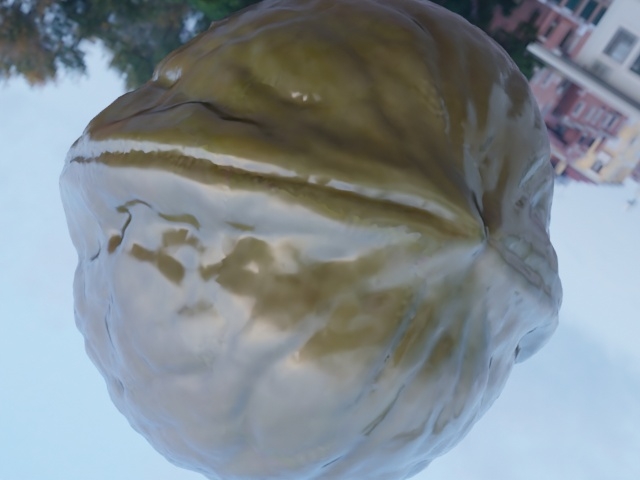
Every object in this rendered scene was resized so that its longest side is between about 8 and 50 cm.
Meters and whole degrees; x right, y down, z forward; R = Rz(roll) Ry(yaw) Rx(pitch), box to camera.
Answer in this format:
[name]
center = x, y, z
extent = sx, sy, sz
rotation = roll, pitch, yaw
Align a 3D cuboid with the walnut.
[walnut]
center = 0.000, 0.000, 0.469
extent = 0.228, 0.228, 0.228
rotation = 29, -163, -10
